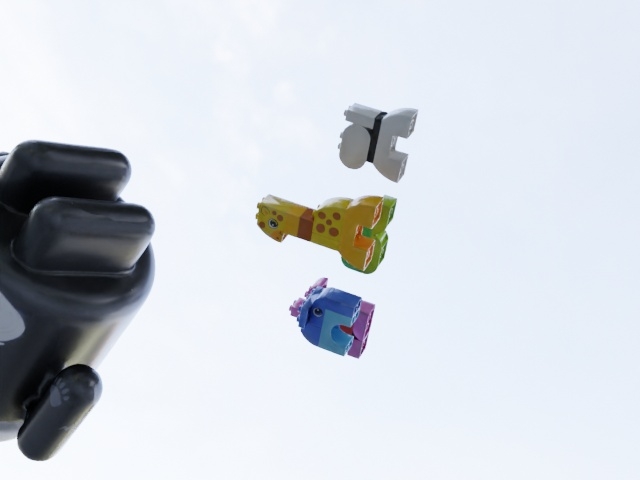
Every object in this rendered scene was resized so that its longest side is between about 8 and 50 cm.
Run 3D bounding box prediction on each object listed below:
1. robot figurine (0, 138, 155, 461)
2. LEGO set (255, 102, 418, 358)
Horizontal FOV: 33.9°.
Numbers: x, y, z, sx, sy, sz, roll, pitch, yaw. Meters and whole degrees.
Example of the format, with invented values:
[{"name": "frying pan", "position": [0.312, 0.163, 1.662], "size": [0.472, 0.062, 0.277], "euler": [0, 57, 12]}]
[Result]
[{"name": "robot figurine", "position": [-0.239, 0.044, 0.847], "size": [0.174, 0.209, 0.278], "euler": [32, -56, -12]}, {"name": "LEGO set", "position": [0.000, 0.000, 0.826], "size": [0.093, 0.087, 0.227], "euler": [19, -60, 13]}]
